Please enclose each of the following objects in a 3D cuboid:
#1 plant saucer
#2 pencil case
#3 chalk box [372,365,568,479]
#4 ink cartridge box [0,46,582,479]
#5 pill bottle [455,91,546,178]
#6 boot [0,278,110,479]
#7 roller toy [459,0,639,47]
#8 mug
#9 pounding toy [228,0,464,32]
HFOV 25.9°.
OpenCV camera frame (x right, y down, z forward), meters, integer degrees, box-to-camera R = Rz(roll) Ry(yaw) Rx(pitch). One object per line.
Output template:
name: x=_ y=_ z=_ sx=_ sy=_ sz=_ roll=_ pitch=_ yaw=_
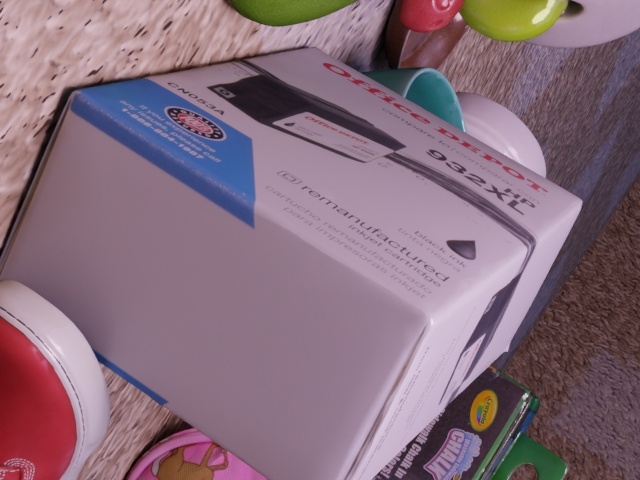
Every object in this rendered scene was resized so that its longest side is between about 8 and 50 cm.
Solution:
plant saucer: x=0.098 y=-0.199 z=1.120 sx=0.168 sy=0.029 sz=0.168 roll=-53 pitch=164 yaw=-22
pencil case: x=-0.056 y=0.249 z=1.292 sx=0.167 sy=0.160 sz=0.386 roll=-29 pitch=169 yaw=9
chalk box: x=0.129 y=0.206 z=1.536 sx=0.180 sy=0.289 sz=0.179 roll=-57 pitch=165 yaw=-1
ink cartridge box: x=0.000 y=0.000 z=0.822 sx=0.129 sy=0.223 sz=0.307 roll=-64 pitch=164 yaw=21
pill bottle: x=0.070 y=0.004 z=1.187 sx=0.278 sy=0.162 sz=0.162 roll=-48 pitch=163 yaw=-33
boot: x=-0.204 y=0.140 z=0.730 sx=0.176 sy=0.088 sz=0.244 roll=-44 pitch=163 yaw=-39
roller toy: x=0.172 y=-0.236 z=0.954 sx=0.209 sy=0.191 sz=0.146 roll=-21 pitch=166 yaw=3
mug: x=0.047 y=-0.053 z=1.046 sx=0.157 sy=0.097 sz=0.129 roll=60 pitch=40 yaw=-42
pounding toy: x=0.053 y=-0.208 z=0.793 sx=0.237 sy=0.110 sz=0.183 roll=-58 pitch=166 yaw=3
